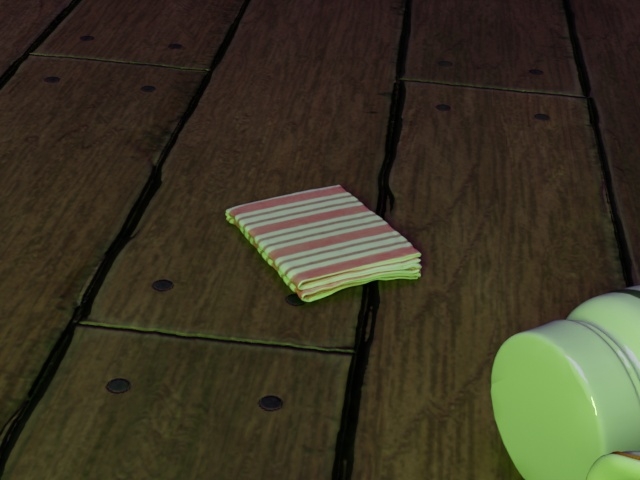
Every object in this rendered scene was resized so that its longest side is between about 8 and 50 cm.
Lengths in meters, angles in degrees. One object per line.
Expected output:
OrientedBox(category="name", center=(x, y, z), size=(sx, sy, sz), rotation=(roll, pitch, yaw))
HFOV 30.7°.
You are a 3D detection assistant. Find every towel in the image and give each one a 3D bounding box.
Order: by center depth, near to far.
OrientedBox(category="towel", center=(0.000, 0.000, 1.225), size=(0.144, 0.029, 0.197), rotation=(-12, 31, -24))

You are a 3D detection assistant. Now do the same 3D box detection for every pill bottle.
OrientedBox(category="pill bottle", center=(0.290, 0.109, 0.929), size=(0.283, 0.161, 0.161), rotation=(-13, 34, -25))

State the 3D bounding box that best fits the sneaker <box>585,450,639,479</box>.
OrientedBox(category="sneaker", center=(0.188, 0.261, 0.604), size=(0.127, 0.126, 0.321), rotation=(15, 54, -11))
